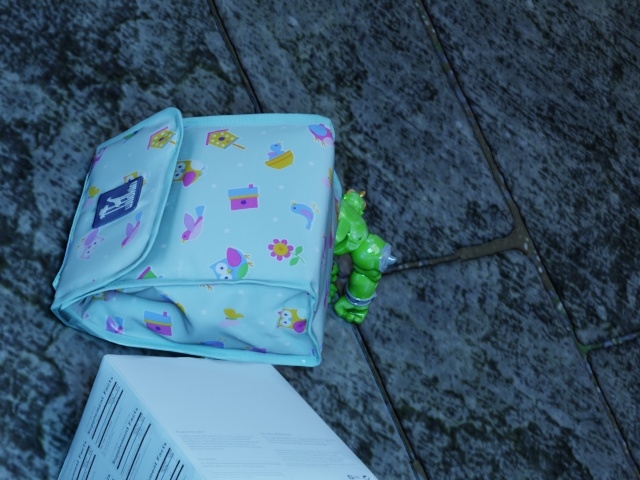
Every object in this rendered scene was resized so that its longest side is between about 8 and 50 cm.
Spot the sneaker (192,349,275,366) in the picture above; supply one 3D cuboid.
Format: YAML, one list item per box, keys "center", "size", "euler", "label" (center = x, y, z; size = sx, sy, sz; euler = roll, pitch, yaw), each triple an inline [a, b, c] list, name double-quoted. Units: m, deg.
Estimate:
- center: [-0.096, 0.149, 1.809]
  size: [0.084, 0.069, 0.185]
  euler: [40, 45, -8]
  label: "sneaker"

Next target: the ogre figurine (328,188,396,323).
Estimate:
- center: [0.000, 0.000, 1.952]
  size: [0.097, 0.118, 0.197]
  euler: [-31, 88, -47]
  label: "ogre figurine"

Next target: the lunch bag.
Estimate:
- center: [-0.119, -0.007, 1.791]
  size: [0.262, 0.160, 0.223]
  euler: [4, 53, 7]
  label: "lunch bag"

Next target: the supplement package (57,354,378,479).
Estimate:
- center: [-0.095, 0.220, 1.646]
  size: [0.194, 0.149, 0.203]
  euler: [6, 25, -38]
  label: "supplement package"
